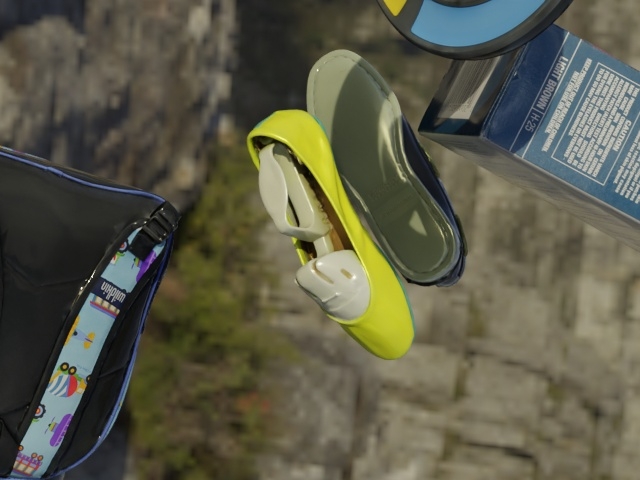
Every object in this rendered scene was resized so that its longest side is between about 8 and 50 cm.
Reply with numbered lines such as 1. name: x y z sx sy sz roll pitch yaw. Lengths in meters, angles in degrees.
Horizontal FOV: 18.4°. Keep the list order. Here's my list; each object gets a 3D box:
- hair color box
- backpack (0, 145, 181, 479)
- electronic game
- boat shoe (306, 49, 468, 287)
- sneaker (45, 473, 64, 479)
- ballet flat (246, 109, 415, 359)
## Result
1. hair color box: 0.265 -0.047 1.523 0.105 0.347 0.174 -63 -166 -2
2. backpack: -0.176 0.038 1.088 0.117 0.158 0.173 19 -86 63
3. electronic game: 0.106 -0.230 1.277 0.048 0.229 0.229 7 88 -41
4. boat shoe: 0.057 -0.059 1.705 0.227 0.081 0.069 65 11 19
5. sneaker: -0.247 0.063 1.165 0.086 0.229 0.132 114 -7 -82
6. ballet flat: 0.000 0.000 1.641 0.077 0.077 0.231 -16 80 -52
